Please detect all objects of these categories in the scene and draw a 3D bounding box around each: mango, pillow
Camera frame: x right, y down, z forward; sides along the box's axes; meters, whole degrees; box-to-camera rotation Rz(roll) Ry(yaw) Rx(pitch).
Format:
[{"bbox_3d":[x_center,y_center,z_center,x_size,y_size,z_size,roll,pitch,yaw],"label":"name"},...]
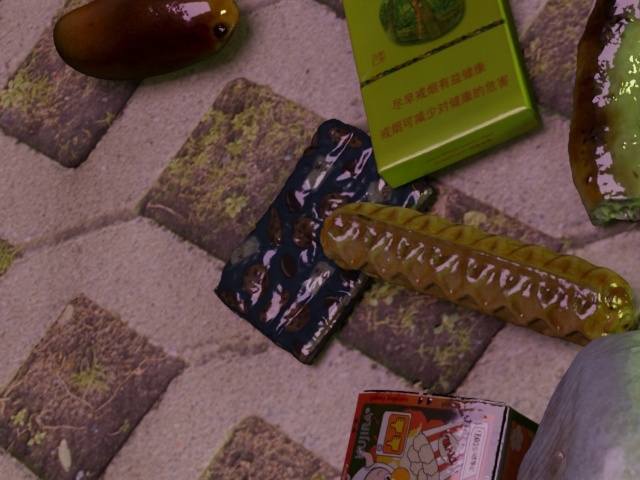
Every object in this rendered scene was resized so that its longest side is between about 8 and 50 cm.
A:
[{"bbox_3d":[-0.213,-0.269,2.301,0.268,0.111,0.133,-8,82,30],"label":"mango"},{"bbox_3d":[0.000,-0.002,2.096,0.189,0.034,0.255,37,94,40],"label":"pillow"}]

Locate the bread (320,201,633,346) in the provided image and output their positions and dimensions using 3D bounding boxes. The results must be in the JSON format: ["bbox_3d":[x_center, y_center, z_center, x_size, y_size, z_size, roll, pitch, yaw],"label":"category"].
[{"bbox_3d":[0.158,0.030,1.930,0.368,0.077,0.084,17,35,32],"label":"bread"}]

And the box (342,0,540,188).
[{"bbox_3d":[0.124,-0.236,2.088,0.187,0.047,0.335,-23,56,20],"label":"box"}]

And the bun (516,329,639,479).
[{"bbox_3d":[0.277,0.258,1.629,0.211,0.362,0.361,20,80,2],"label":"bun"}]

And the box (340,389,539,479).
[{"bbox_3d":[0.120,0.263,1.824,0.178,0.148,0.194,2,71,36],"label":"box"}]

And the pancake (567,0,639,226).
[{"bbox_3d":[0.396,-0.198,1.896,0.427,0.067,0.305,-49,54,4],"label":"pancake"}]
